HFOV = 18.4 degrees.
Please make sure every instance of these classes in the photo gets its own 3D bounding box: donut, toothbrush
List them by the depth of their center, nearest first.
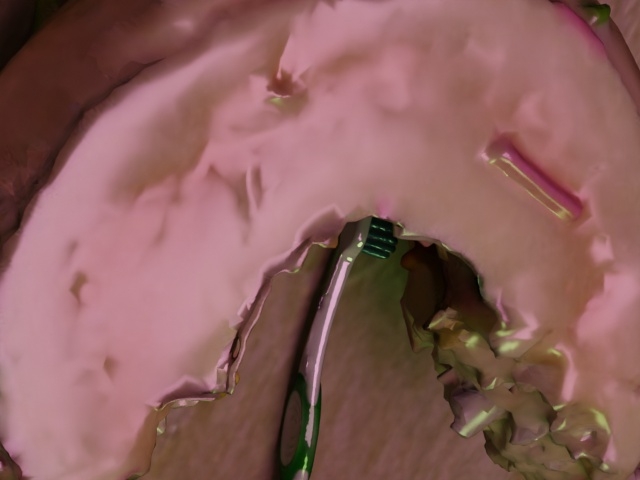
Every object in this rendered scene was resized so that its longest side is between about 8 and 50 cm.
[{"bbox_3d":[-0.007,-0.006,0.902,0.371,0.150,0.307,-6,105,-23],"label":"donut"},{"bbox_3d":[-0.014,0.106,1.029,0.030,0.030,0.304,14,100,-33],"label":"toothbrush"}]
